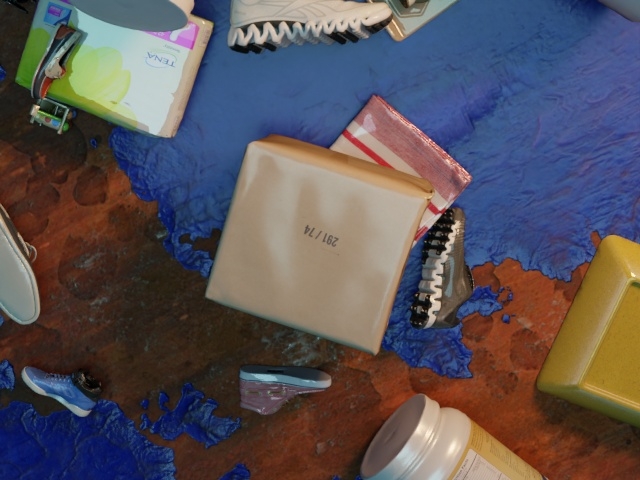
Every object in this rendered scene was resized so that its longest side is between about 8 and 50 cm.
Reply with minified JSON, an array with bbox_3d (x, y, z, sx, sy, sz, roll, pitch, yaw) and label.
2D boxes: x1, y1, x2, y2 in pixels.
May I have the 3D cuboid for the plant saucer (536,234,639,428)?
[{"bbox_3d":[0.621,0.200,1.919,0.333,0.081,0.332,21,102,-4],"label":"plant saucer"}]

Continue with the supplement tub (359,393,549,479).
[{"bbox_3d":[0.253,0.453,1.907,0.316,0.228,0.228,38,101,-7],"label":"supplement tub"}]

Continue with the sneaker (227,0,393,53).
[{"bbox_3d":[-0.022,-0.395,1.779,0.292,0.110,0.118,-3,88,11],"label":"sneaker"}]

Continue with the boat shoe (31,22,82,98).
[{"bbox_3d":[-0.448,-0.298,1.743,0.043,0.049,0.137,25,96,-3],"label":"boat shoe"}]

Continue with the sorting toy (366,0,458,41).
[{"bbox_3d":[0.162,-0.481,1.800,0.208,0.038,0.193,-35,100,4],"label":"sorting toy"}]

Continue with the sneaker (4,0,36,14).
[{"bbox_3d":[-0.561,-0.456,1.790,0.170,0.089,0.051,39,101,-7],"label":"sneaker"}]

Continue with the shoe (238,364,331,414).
[{"bbox_3d":[-0.068,0.287,1.964,0.178,0.063,0.081,4,104,6],"label":"shoe"}]

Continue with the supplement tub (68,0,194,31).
[{"bbox_3d":[-0.279,-0.523,1.650,0.235,0.235,0.324,10,80,-1],"label":"supplement tub"}]

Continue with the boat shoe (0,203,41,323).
[{"bbox_3d":[-0.581,0.031,1.906,0.095,0.079,0.254,-26,99,9],"label":"boat shoe"}]

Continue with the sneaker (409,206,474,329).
[{"bbox_3d":[0.239,0.057,1.900,0.106,0.078,0.234,15,88,-27],"label":"sneaker"}]

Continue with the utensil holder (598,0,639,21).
[{"bbox_3d":[0.434,-0.577,1.629,0.385,0.327,0.327,32,101,-9],"label":"utensil holder"}]

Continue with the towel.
[{"bbox_3d":[0.084,-0.067,1.882,0.237,0.037,0.329,40,102,-2],"label":"towel"}]

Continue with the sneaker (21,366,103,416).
[{"bbox_3d":[-0.486,0.265,1.965,0.152,0.058,0.084,35,107,-11],"label":"sneaker"}]

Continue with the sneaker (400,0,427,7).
[{"bbox_3d":[0.158,-0.498,1.749,0.086,0.064,0.192,-17,100,-7],"label":"sneaker"}]

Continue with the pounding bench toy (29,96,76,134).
[{"bbox_3d":[-0.478,-0.223,1.843,0.065,0.083,0.052,23,102,-3],"label":"pounding bench toy"}]

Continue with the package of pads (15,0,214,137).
[{"bbox_3d":[-0.362,-0.325,1.809,0.297,0.101,0.229,20,102,-3],"label":"package of pads"}]

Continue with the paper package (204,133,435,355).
[{"bbox_3d":[0.000,0.000,1.806,0.325,0.168,0.309,18,103,4],"label":"paper package"}]
